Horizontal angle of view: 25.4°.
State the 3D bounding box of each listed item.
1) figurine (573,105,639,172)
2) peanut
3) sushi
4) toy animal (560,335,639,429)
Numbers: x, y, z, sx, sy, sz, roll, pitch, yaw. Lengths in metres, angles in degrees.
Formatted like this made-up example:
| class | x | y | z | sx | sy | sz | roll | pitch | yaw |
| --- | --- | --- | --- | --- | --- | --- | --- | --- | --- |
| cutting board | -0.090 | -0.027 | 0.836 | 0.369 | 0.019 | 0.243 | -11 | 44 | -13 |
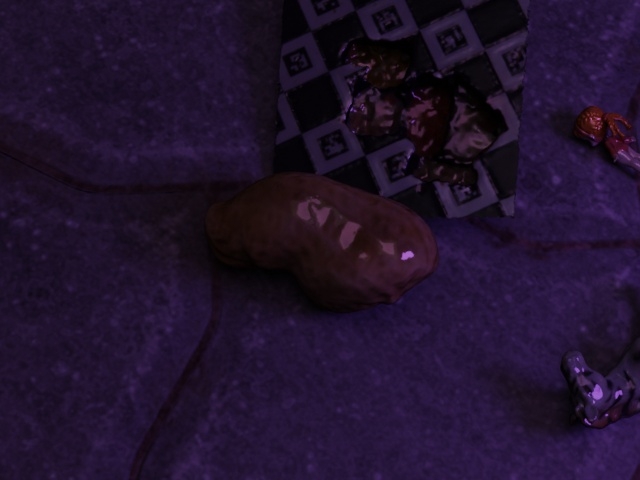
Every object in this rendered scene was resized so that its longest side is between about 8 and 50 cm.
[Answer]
| class | x | y | z | sx | sy | sz | roll | pitch | yaw |
| --- | --- | --- | --- | --- | --- | --- | --- | --- | --- |
| figurine | 0.342 | -0.113 | 1.637 | 0.109 | 0.047 | 0.064 | 40 | 40 | 9 |
| peanut | 0.000 | 0.000 | 1.520 | 0.253 | 0.122 | 0.137 | 22 | 95 | 11 |
| sushi | 0.090 | -0.151 | 1.631 | 0.292 | 0.059 | 0.294 | 2 | 73 | 13 |
| toy animal | 0.373 | 0.113 | 1.507 | 0.255 | 0.090 | 0.170 | -4 | 68 | -2 |
